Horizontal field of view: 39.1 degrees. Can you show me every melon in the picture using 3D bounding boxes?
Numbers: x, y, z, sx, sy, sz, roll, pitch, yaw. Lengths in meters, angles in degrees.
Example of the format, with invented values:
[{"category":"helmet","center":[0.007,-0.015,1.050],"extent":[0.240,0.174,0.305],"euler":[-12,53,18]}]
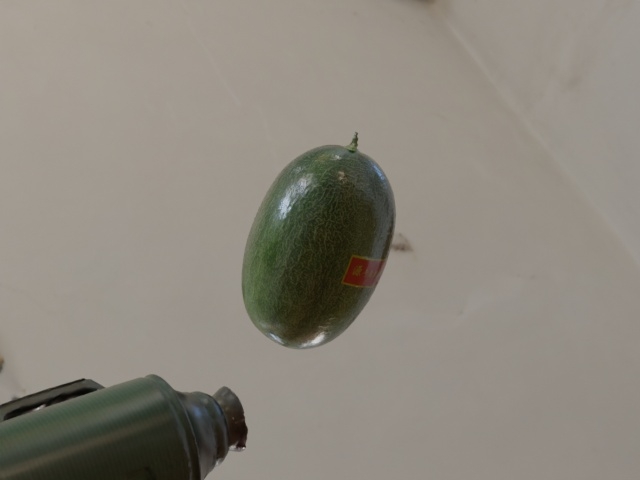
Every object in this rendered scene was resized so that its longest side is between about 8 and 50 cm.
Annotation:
[{"category":"melon","center":[0.000,0.000,1.144],"extent":[0.182,0.182,0.288],"euler":[8,-71,-38]}]

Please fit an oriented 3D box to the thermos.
[{"category":"thermos","center":[-0.124,0.112,0.416],"extent":[0.187,0.073,0.083],"euler":[-14,5,-33]}]
